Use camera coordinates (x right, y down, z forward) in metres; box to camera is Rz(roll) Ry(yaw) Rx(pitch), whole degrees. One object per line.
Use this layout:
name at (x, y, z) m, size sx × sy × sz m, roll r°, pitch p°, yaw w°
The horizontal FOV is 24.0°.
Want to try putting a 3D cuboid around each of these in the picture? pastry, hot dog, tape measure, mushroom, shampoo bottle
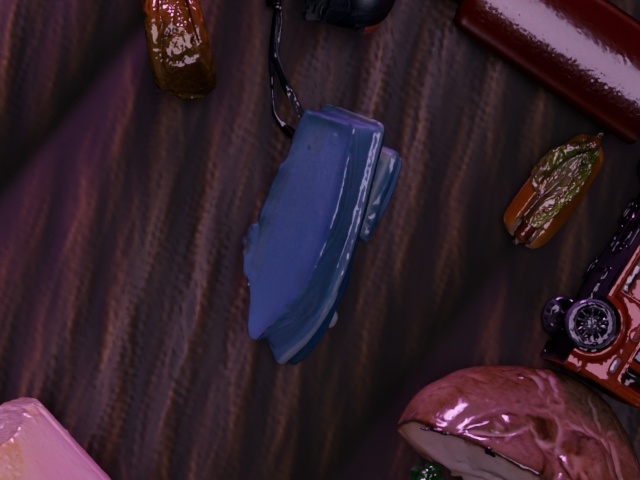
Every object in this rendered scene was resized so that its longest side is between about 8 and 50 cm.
pastry at (-0.127, -0.178, 1.351) m, size 0.057 × 0.097 × 0.109 m, roll -9°, pitch 108°, yaw -3°
hot dog at (0.219, -0.049, 1.399) m, size 0.056 × 0.041 × 0.133 m, roll 39°, pitch 86°, yaw -2°
tape measure at (0.006, -0.190, 1.394) m, size 0.107 × 0.104 × 0.180 m, roll -2°, pitch 123°, yaw -26°
mushroom at (0.214, 0.204, 1.359) m, size 0.285 × 0.156 × 0.151 m, roll 40°, pitch 57°, yaw -2°
shampoo bottle at (0.208, -0.201, 1.394) m, size 0.260 × 0.064 × 0.102 m, roll 34°, pitch 90°, yaw -2°

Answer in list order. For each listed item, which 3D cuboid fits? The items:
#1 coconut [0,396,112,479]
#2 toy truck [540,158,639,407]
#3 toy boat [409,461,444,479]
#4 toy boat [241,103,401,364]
coconut at (-0.249, 0.281, 1.261) m, size 0.239 × 0.239 × 0.244 m, roll -41°, pitch 86°, yaw -5°
toy truck at (0.305, 0.022, 1.371) m, size 0.114 × 0.107 × 0.253 m, roll 34°, pitch 87°, yaw -3°
toy boat at (0.130, 0.293, 1.338) m, size 0.088 × 0.089 × 0.229 m, roll -29°, pitch 113°, yaw 28°
toy boat at (0.000, 0.000, 1.363) m, size 0.109 × 0.098 × 0.238 m, roll 24°, pitch 96°, yaw 39°
